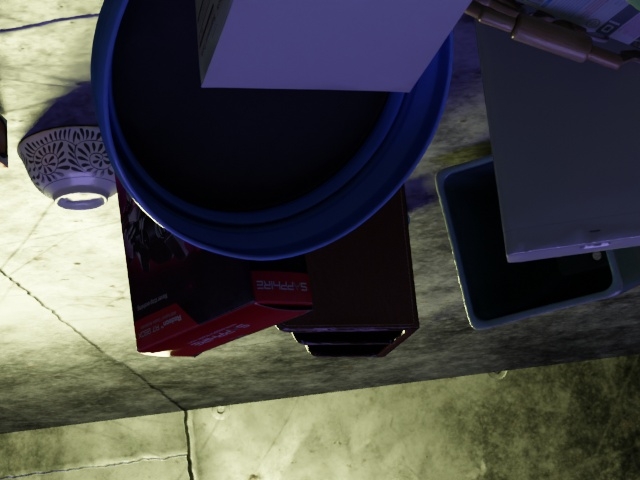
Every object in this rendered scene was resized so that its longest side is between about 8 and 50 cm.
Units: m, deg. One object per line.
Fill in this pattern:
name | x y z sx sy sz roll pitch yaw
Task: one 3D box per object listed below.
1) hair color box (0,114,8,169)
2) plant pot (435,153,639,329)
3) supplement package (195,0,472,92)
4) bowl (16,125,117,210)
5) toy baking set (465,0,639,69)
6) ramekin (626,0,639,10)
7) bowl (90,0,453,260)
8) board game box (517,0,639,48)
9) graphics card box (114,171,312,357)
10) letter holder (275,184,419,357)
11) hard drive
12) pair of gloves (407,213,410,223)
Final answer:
hair color box | -0.442 -0.143 1.894 0.043 0.072 0.141 -9 162 10
plant pot | 0.361 -0.018 2.266 0.248 0.247 0.252 -17 173 31
supplement package | -0.001 -0.287 1.281 0.199 0.262 0.198 0 161 -14
bowl | -0.333 -0.090 2.073 0.170 0.080 0.170 -5 161 -2
toy baking set | 0.264 -0.239 1.662 0.256 0.030 0.197 19 -158 -2
ramekin | 0.335 -0.321 1.241 0.303 0.303 0.148 7 165 -34
bowl | -0.048 -0.174 1.509 0.391 0.391 0.077 6 -163 -31
board game box | 0.390 -0.286 1.554 0.303 0.097 0.224 19 155 -19
graphics card box | -0.137 -0.070 1.726 0.094 0.371 0.233 5 161 -40
letter holder | 0.000 0.000 2.086 0.214 0.302 0.152 0 161 -16
hard drive | 0.299 -0.137 1.748 0.203 0.307 0.040 -8 161 8
pair of gloves | 0.048 -0.041 2.420 0.198 0.023 0.159 0 163 -2
